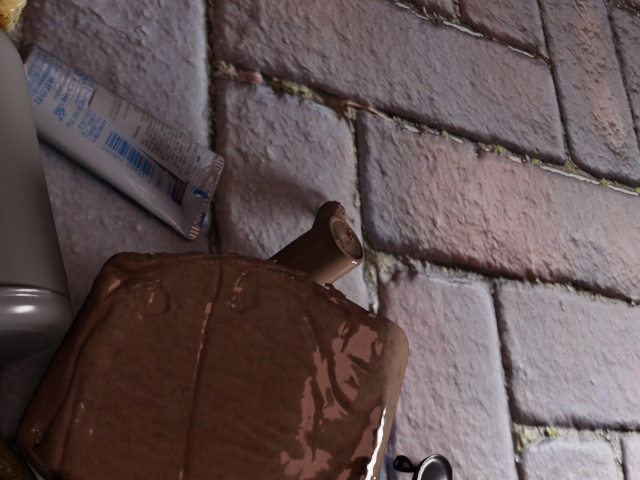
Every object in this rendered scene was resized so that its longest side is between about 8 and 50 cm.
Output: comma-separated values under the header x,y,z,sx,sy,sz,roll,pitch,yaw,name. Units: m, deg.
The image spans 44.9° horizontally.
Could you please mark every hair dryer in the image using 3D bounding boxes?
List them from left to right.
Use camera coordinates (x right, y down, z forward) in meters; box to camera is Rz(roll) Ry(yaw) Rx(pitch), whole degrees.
x,y,z,sx,sy,sz,roll,pitch,yaw,name
0.000,0.000,0.909,0.064,0.117,0.181,49,27,-13,hair dryer

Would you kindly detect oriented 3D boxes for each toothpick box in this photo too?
x,y,z,sx,sy,sz,roll,pitch,yaw,name
-0.333,-0.058,0.603,0.229,0.229,0.316,-5,74,-37,toothpick box

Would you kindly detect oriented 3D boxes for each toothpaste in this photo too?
x,y,z,sx,sy,sz,roll,pitch,yaw,name
-0.233,-0.117,0.801,0.299,0.073,0.114,34,54,-29,toothpaste

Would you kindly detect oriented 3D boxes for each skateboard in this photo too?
x,y,z,sx,sy,sz,roll,pitch,yaw,name
0.124,0.316,0.865,0.067,0.080,0.151,25,61,-33,skateboard

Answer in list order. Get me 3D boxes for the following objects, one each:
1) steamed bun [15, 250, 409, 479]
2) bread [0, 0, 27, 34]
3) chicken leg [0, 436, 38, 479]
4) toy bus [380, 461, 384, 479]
x,y,z,sx,sy,sz,roll,pitch,yaw,name
-0.088,0.150,0.704,0.301,0.199,0.251,15,74,5,steamed bun
-0.347,-0.251,0.764,0.106,0.072,0.053,38,54,-19,bread
-0.268,0.218,0.638,0.178,0.070,0.093,42,75,-19,chicken leg
0.019,0.191,0.834,0.106,0.090,0.184,26,57,-29,toy bus
